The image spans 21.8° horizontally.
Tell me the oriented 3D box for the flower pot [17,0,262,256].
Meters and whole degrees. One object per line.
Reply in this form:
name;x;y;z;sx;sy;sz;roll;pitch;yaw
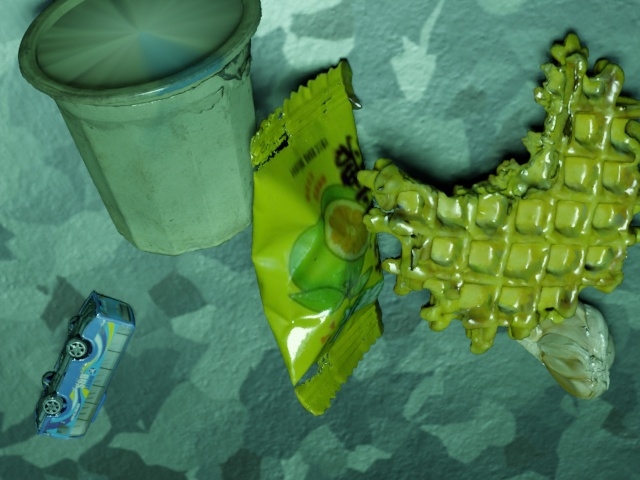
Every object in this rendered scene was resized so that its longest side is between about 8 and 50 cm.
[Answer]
flower pot;-0.134;-0.112;1.452;0.212;0.212;0.203;-14;132;1

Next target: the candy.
candy;0.000;0.000;1.528;0.081;0.187;0.297;4;118;29

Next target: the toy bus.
toy bus;-0.233;0.126;1.628;0.061;0.051;0.153;17;114;-20

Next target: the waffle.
waffle;0.195;-0.026;1.546;0.293;0.069;0.260;-35;118;-5

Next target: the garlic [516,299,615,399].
garlic;0.255;0.104;1.651;0.074;0.094;0.113;-38;115;-33
